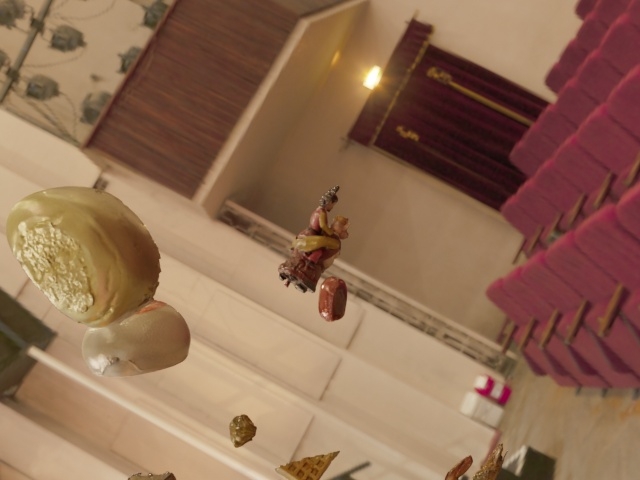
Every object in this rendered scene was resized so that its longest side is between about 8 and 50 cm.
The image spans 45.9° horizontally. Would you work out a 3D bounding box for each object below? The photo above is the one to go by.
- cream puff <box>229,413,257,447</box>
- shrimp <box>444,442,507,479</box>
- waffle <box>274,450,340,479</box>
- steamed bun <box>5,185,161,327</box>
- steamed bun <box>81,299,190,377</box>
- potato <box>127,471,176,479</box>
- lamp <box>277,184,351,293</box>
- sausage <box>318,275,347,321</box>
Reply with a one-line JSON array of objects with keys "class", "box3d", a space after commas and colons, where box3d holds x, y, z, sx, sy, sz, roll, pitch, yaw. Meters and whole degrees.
[{"class": "cream puff", "box3d": [-0.183, 0.453, 1.792, 0.083, 0.058, 0.083, 132, 141, -53]}, {"class": "shrimp", "box3d": [0.286, 0.441, 1.425, 0.162, 0.095, 0.045, -57, 1, -7]}, {"class": "waffle", "box3d": [-0.033, 0.619, 2.139, 0.191, 0.125, 0.032, -44, -19, -54]}, {"class": "steamed bun", "box3d": [-0.385, 0.004, 1.292, 0.166, 0.273, 0.232, -42, -5, 19]}, {"class": "steamed bun", "box3d": [-0.485, 0.244, 1.984, 0.283, 0.282, 0.177, -30, -67, -80]}, {"class": "potato", "box3d": [-0.426, 0.643, 1.886, 0.172, 0.089, 0.100, -17, 20, 34]}, {"class": "lamp", "box3d": [0.000, 0.000, 1.762, 0.253, 0.118, 0.118, -59, -6, -17]}, {"class": "sausage", "box3d": [0.027, 0.121, 1.556, 0.054, 0.059, 0.094, 3, 86, 61]}]
